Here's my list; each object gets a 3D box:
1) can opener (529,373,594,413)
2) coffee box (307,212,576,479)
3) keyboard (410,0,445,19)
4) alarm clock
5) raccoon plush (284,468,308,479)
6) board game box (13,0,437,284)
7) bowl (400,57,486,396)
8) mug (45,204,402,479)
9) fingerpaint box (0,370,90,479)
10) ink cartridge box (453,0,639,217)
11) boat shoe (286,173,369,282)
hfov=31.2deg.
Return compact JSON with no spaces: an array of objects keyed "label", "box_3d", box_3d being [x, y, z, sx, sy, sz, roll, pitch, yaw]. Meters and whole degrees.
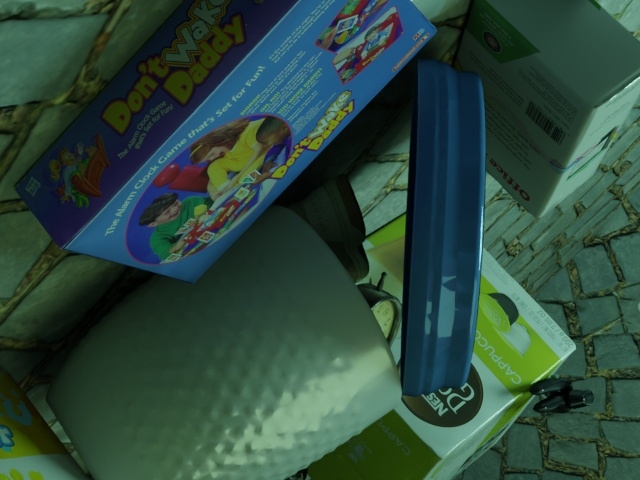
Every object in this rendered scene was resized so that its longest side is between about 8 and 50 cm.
[{"label":"can opener","box_3d":[0.350,0.228,1.713,0.073,0.059,0.186,-23,162,27]},{"label":"coffee box","box_3d":[0.128,0.210,1.826,0.334,0.337,0.338,-31,160,-34]},{"label":"keyboard","box_3d":[0.046,-0.215,1.197,0.256,0.014,0.072,-32,165,-29]},{"label":"alarm clock","box_3d":[0.040,0.138,1.563,0.192,0.064,0.129,-56,150,-16]},{"label":"raccoon plush","box_3d":[-0.205,0.265,1.635,0.446,0.299,0.216,-11,-179,6]},{"label":"board game box","box_3d":[-0.072,-0.121,1.021,0.347,0.078,0.233,-45,159,9]},{"label":"bowl","box_3d":[0.139,-0.014,1.333,0.077,0.391,0.391,3,159,3]},{"label":"mug","box_3d":[-0.123,0.177,1.322,0.328,0.276,0.374,-31,162,-16]},{"label":"fingerpaint box","box_3d":[-0.350,0.309,0.976,0.163,0.371,0.445,-47,163,14]},{"label":"ink cartridge box","box_3d":[0.272,-0.185,1.432,0.117,0.201,0.278,-36,162,-19]},{"label":"boat shoe","box_3d":[0.000,0.000,1.462,0.098,0.109,0.302,-21,167,-4]}]
